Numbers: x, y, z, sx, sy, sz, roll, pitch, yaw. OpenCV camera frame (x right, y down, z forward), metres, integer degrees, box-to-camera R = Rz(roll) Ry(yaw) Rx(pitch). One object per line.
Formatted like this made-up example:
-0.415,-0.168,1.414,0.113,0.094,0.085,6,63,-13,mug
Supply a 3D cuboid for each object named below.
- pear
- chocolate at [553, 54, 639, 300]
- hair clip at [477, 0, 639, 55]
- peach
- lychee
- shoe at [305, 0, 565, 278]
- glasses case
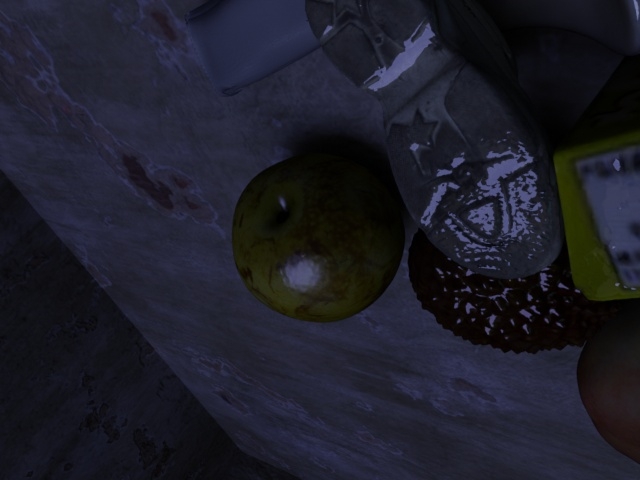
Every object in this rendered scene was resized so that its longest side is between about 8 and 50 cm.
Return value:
0.000,0.000,0.896,0.284,0.283,0.283,23,147,16,pear
0.354,-0.098,0.422,0.301,0.289,0.137,-15,113,50,chocolate
0.227,-0.242,0.483,0.172,0.113,0.282,53,-179,-41,hair clip
0.470,0.176,0.710,0.293,0.247,0.292,2,130,3,peach
0.243,0.019,0.697,0.268,0.267,0.267,23,147,16,lychee
0.145,-0.135,0.563,0.132,0.211,0.341,-35,80,39,shoe
-0.056,-0.286,0.719,0.308,0.083,0.128,-10,122,48,glasses case
